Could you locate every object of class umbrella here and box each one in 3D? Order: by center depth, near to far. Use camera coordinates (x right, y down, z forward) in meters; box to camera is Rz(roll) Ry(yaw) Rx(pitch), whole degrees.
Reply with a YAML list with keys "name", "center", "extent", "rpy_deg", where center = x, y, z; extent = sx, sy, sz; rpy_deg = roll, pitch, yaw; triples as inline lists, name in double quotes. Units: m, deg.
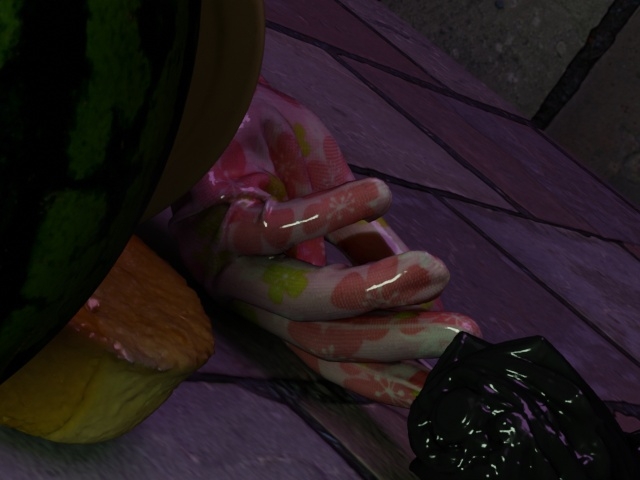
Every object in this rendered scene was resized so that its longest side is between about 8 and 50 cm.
- name: "umbrella"
  center: [0.166, 0.144, 1.105]
  extent: [0.340, 0.118, 0.118]
  rpy_deg: [29, 13, -50]

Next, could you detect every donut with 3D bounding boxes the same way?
- name: "donut"
  center: [-0.139, 0.014, 0.837]
  extent: [0.190, 0.074, 0.174]
  rpy_deg: [38, 11, -10]

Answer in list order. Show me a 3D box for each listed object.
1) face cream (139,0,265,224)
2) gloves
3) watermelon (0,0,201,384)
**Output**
- name: "face cream"
  center: [-0.152, -0.127, 0.974]
  extent: [0.218, 0.218, 0.179]
  rpy_deg: [28, 16, -29]
- name: "gloves"
  center: [-0.011, 0.005, 1.102]
  extent: [0.241, 0.126, 0.145]
  rpy_deg: [62, -5, 18]
- name: "watermelon"
  center: [-0.179, -0.077, 0.617]
  extent: [0.285, 0.285, 0.285]
  rpy_deg: [33, 13, -9]
